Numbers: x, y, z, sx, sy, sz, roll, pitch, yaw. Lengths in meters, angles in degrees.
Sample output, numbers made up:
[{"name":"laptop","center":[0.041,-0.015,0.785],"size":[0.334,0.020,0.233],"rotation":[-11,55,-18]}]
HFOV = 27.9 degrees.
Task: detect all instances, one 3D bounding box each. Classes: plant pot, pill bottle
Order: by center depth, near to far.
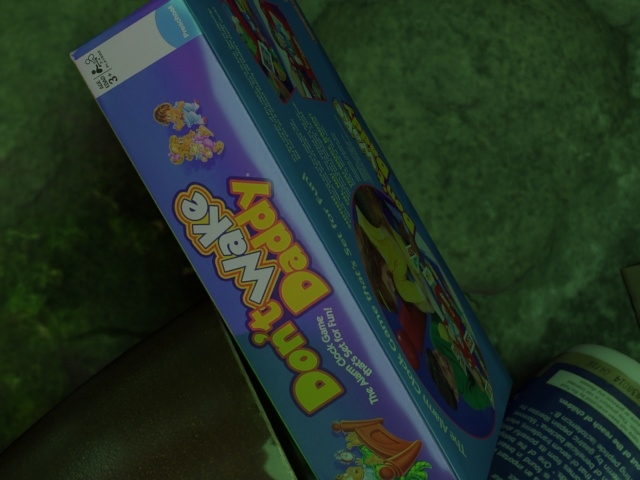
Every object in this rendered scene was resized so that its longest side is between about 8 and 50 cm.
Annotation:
[{"name":"plant pot","center":[-0.123,0.181,0.806],"size":[0.230,0.215,0.215],"rotation":[-27,94,-4]},{"name":"pill bottle","center":[0.142,0.207,0.908],"size":[0.265,0.153,0.153],"rotation":[-38,98,-19]}]

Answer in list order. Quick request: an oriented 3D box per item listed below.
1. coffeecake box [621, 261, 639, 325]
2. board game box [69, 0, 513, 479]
[{"name":"coffeecake box","center":[0.356,0.016,1.007],"size":[0.186,0.142,0.068],"rotation":[-20,91,-20]},{"name":"board game box","center":[0.000,0.000,0.838],"size":[0.078,0.233,0.347],"rotation":[-28,95,18]}]
